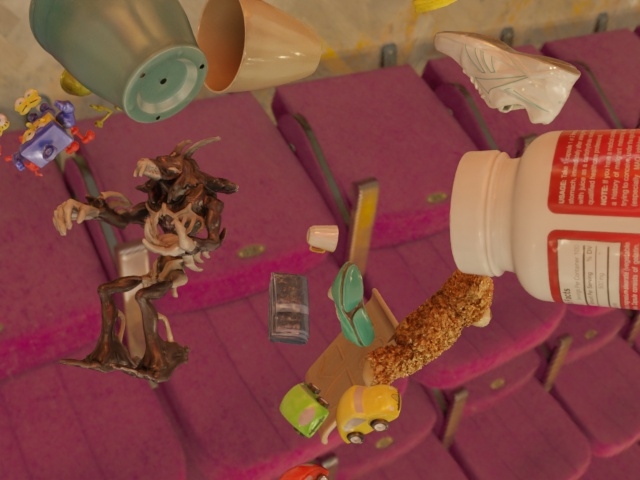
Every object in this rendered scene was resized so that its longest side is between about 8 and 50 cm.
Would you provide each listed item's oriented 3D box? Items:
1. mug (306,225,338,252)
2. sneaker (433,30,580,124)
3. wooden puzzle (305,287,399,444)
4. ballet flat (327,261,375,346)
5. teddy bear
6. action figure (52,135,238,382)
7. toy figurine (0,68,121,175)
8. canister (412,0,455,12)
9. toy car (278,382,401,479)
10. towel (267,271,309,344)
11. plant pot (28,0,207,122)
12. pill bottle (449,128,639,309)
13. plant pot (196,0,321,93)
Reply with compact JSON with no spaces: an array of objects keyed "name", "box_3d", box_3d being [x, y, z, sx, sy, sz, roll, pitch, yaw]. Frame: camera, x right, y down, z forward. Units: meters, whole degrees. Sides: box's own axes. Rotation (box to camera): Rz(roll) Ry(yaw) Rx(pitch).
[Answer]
[{"name":"mug","box_3d":[0.001,-0.001,1.573,0.064,0.062,0.078,8,108,-14]},{"name":"sneaker","box_3d":[0.162,-0.156,0.635,0.053,0.152,0.061,-13,128,-42]},{"name":"wooden puzzle","box_3d":[0.096,0.326,1.774,0.080,0.322,0.348,34,99,-16]},{"name":"ballet flat","box_3d":[0.060,0.148,1.590,0.083,0.087,0.247,-43,131,-33]},{"name":"teddy bear","box_3d":[0.213,0.190,1.326,0.338,0.113,0.245,-38,162,-17]},{"name":"action figure","box_3d":[-0.180,0.003,0.709,0.141,0.164,0.276,30,67,-57]},{"name":"toy figurine","box_3d":[-0.613,-0.254,1.617,0.362,0.217,0.191,-36,132,5]},{"name":"canister","box_3d":[0.204,-0.519,1.240,0.126,0.073,0.170,-39,120,-40]},{"name":"toy car","box_3d":[-0.012,0.257,0.940,0.053,0.225,0.239,39,89,-24]},{"name":"towel","box_3d":[-0.050,0.106,1.076,0.067,0.119,0.029,6,145,-12]},{"name":"plant pot","box_3d":[-0.358,-0.369,1.277,0.271,0.255,0.271,-36,161,-14]},{"name":"pill bottle","box_3d":[0.386,-0.027,0.864,0.229,0.407,0.229,-14,106,-62]},{"name":"plant pot","box_3d":[-0.144,-0.501,1.767,0.274,0.256,0.256,-3,126,-38]}]
